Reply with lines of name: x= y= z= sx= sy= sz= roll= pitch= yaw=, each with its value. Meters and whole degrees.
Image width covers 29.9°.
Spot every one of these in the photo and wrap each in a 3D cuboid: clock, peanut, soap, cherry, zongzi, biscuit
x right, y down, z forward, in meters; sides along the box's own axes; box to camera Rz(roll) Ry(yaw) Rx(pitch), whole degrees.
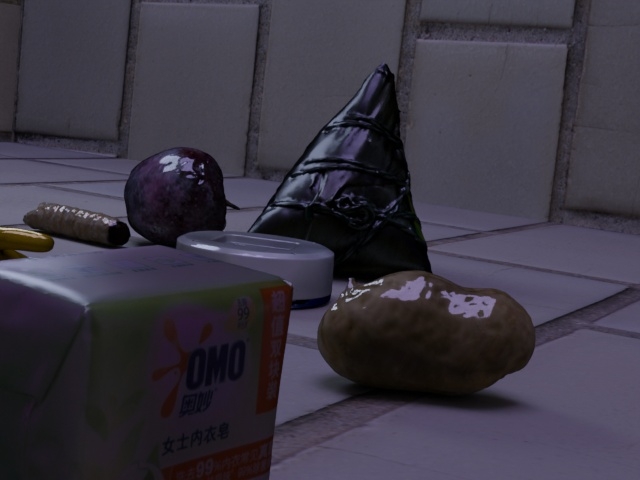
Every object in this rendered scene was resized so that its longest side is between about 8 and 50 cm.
clock: x=-0.096 y=0.039 z=1.727 sx=0.230 sy=0.083 sz=0.230 roll=4 pitch=9 yaw=-1
peanut: x=0.110 y=0.097 z=1.253 sx=0.224 sy=0.129 sz=0.129 roll=8 pitch=7 yaw=-2
soap: x=-0.132 y=0.104 z=0.768 sx=0.138 sy=0.182 sz=0.199 roll=12 pitch=10 yaw=36
cherry: x=-0.251 y=-0.072 z=2.100 sx=0.195 sy=0.195 sz=0.195 roll=6 pitch=7 yaw=-1
zongzi: x=0.037 y=-0.057 z=2.100 sx=0.319 sy=0.383 sz=0.362 roll=14 pitch=-31 yaw=-3
biscuit: x=-0.423 y=-0.029 z=2.080 sx=0.219 sy=0.055 sz=0.061 roll=11 pitch=19 yaw=35

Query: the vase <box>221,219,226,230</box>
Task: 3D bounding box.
vase: x=-0.209 y=-0.033 z=2.298 sx=0.053 sy=0.053 sz=0.101 roll=6 pitch=3 yaw=3

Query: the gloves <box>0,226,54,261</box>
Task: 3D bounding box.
gloves: x=-0.406 y=0.024 z=1.558 sx=0.294 sy=0.116 sz=0.133 roll=12 pitch=14 yaw=-5
